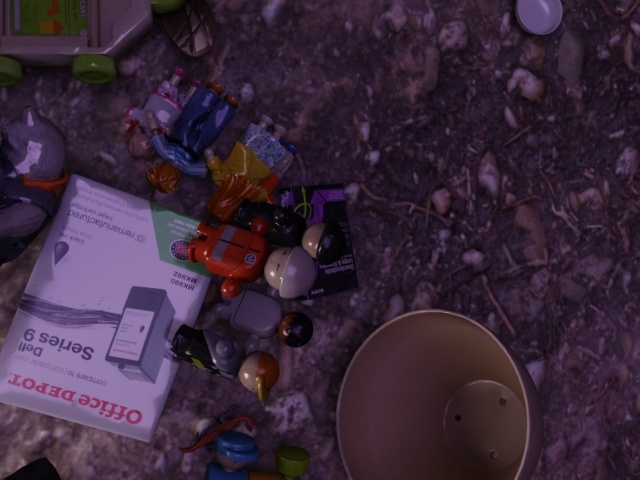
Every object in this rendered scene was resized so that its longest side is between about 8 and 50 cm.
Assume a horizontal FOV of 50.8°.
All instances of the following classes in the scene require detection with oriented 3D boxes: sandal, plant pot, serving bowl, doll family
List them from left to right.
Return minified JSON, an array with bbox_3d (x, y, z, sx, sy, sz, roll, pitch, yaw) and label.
[{"bbox_3d":[-0.206,-0.333,0.954,0.072,0.049,0.180,-36,82,-10],"label":"sandal"},{"bbox_3d":[-0.152,-0.120,0.919,0.263,0.118,0.163,33,80,-11],"label":"doll family"},{"bbox_3d":[0.191,0.251,0.941,0.191,0.284,0.284,22,81,-48],"label":"plant pot"},{"bbox_3d":[0.354,-0.376,1.107,0.083,0.027,0.083,0,88,-15],"label":"serving bowl"}]

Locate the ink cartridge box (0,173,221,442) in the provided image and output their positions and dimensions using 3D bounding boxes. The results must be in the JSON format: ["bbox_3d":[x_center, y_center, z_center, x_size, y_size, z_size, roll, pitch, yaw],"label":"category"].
[{"bbox_3d":[-0.269,0.089,0.878,0.211,0.121,0.289,20,82,-13],"label":"ink cartridge box"}]

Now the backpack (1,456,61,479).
[{"bbox_3d":[-0.459,0.463,0.765,0.356,0.273,0.290,-21,86,3],"label":"backpack"}]

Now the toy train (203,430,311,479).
[{"bbox_3d":[-0.043,0.348,0.923,0.248,0.105,0.143,12,96,-13],"label":"toy train"}]

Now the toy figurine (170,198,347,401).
[{"bbox_3d":[-0.069,0.065,0.833,0.148,0.213,0.209,17,107,10],"label":"toy figurine"}]

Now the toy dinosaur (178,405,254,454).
[{"bbox_3d":[-0.134,0.269,0.933,0.082,0.090,0.047,-36,85,31],"label":"toy dinosaur"}]

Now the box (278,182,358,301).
[{"bbox_3d":[0.000,0.000,0.972,0.116,0.029,0.162,-9,92,-48],"label":"box"}]

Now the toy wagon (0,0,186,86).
[{"bbox_3d":[-0.317,-0.337,0.886,0.345,0.068,0.267,-2,81,-8],"label":"toy wagon"}]

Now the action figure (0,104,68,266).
[{"bbox_3d":[-0.422,-0.030,0.812,0.330,0.341,0.178,-47,133,11],"label":"action figure"}]
